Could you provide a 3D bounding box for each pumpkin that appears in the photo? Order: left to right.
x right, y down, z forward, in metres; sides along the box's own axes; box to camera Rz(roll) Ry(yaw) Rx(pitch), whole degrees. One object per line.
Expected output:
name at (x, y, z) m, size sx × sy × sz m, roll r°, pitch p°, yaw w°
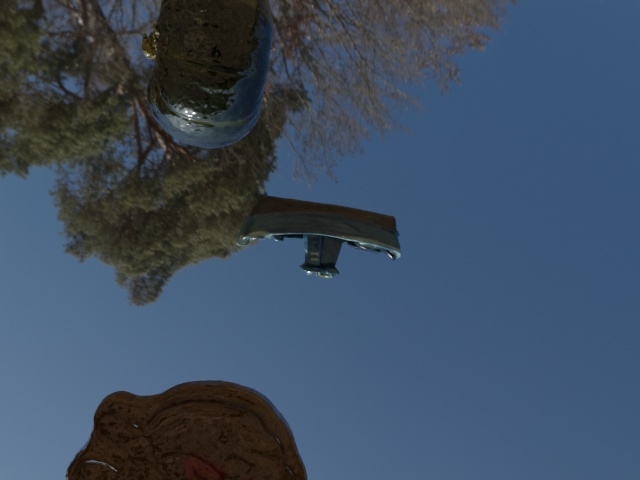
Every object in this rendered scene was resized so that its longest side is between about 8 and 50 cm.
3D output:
pumpkin at (-0.137, -0.222, 0.801) m, size 0.157 × 0.224 × 0.223 m, roll 7°, pitch -110°, yaw -17°

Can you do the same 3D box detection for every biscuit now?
biscuit at (-0.140, 0.279, 0.698) m, size 0.257 × 0.049 × 0.273 m, roll 1°, pitch -81°, yaw 1°

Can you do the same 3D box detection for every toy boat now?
toy boat at (0.000, 0.000, 0.553) m, size 0.137 × 0.060 × 0.060 m, roll 10°, pitch -93°, yaw -10°
